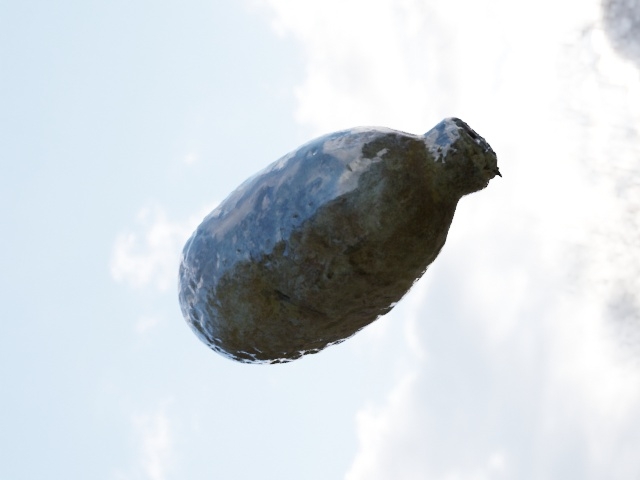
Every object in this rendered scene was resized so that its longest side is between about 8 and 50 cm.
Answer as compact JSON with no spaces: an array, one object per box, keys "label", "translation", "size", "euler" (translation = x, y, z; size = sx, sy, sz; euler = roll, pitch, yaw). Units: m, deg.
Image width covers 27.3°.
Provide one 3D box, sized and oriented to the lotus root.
[{"label":"lotus root","translation":[-0.002,-0.001,1.148],"size":[0.175,0.349,0.175],"euler":[30,-139,-31]}]
